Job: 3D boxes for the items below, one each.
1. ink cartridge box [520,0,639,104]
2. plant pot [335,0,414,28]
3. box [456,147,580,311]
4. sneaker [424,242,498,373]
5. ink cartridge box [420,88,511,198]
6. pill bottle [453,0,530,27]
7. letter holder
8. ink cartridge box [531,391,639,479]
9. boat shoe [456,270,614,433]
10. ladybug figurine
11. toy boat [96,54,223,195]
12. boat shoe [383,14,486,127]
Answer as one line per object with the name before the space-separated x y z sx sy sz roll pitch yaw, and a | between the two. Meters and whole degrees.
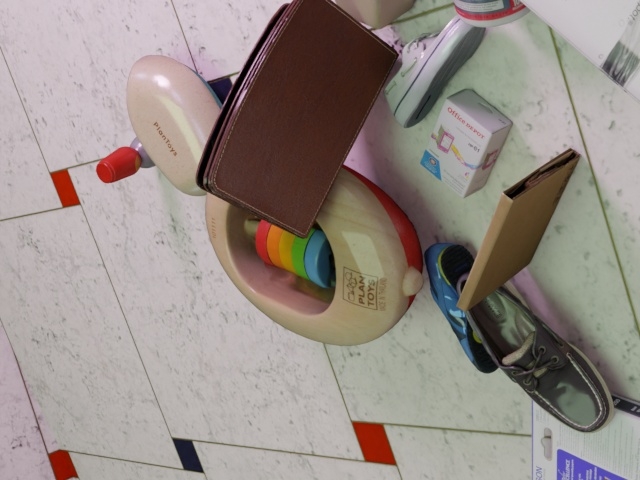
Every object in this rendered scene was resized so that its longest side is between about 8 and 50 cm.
ink cartridge box | 0.383 -0.288 1.070 0.395 0.166 0.285 47 121 19
plant pot | 0.075 -0.356 1.483 0.109 0.109 0.096 30 145 34
box | 0.259 -0.013 1.423 0.021 0.164 0.201 39 136 23
sneaker | 0.214 0.099 1.627 0.082 0.069 0.209 -6 109 66
ink cartridge box | 0.201 -0.135 1.506 0.088 0.052 0.122 42 136 24
pill bottle | 0.196 -0.358 1.295 0.108 0.108 0.180 21 147 40
letter holder | -0.066 -0.190 1.518 0.152 0.214 0.302 25 89 45
ink cartridge box | 0.400 0.310 1.551 0.208 0.045 0.206 18 124 40
boat shoe | 0.286 0.154 1.498 0.103 0.092 0.285 -44 72 21
ladybug figurine | 0.000 0.000 1.712 0.449 0.162 0.305 25 124 40
toy boat | -0.275 -0.193 1.950 0.318 0.148 0.267 -24 98 44
boat shoe | 0.142 -0.244 1.481 0.076 0.083 0.226 51 141 12
